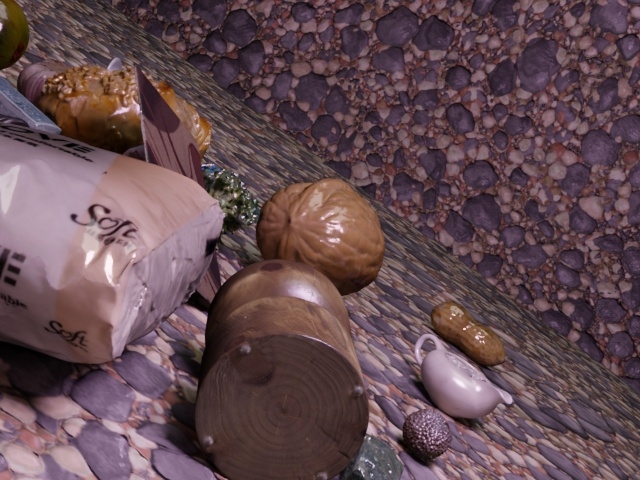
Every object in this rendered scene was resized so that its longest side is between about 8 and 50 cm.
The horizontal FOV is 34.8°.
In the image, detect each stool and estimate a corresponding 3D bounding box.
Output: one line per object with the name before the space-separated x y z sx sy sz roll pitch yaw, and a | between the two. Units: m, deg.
stool | -0.046 0.141 1.140 0.179 0.179 0.264 32 11 -11

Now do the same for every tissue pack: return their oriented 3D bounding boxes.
tissue pack | -0.312 -0.017 1.050 0.375 0.195 0.390 22 11 1

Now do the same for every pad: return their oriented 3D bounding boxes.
pad | -0.201 -0.072 1.467 0.220 0.004 0.330 54 19 -57

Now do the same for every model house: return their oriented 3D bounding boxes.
model house | 0.049 0.276 1.193 0.079 0.066 0.083 45 28 -2

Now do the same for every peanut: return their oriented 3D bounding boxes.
peanut | 0.323 0.207 2.232 0.192 0.089 0.089 40 12 9

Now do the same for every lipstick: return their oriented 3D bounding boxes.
lipstick | -0.526 -0.228 1.586 0.289 0.076 0.077 38 10 19

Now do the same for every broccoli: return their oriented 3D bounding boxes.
broccoli | -0.193 -0.050 1.725 0.167 0.154 0.160 36 51 8

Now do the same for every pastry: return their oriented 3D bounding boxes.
pastry | -0.330 -0.208 1.719 0.255 0.162 0.311 7 -6 25

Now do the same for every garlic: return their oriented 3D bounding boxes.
garlic | -0.474 -0.263 1.845 0.159 0.102 0.147 27 20 26

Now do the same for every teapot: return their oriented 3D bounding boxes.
teapot | 0.230 0.243 1.757 0.145 0.092 0.226 27 12 -47

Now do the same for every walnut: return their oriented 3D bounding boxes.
walnut | 0.000 0.000 1.781 0.225 0.225 0.261 40 5 26

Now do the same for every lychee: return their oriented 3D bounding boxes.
lychee | 0.150 0.274 1.445 0.068 0.067 0.083 39 20 -11

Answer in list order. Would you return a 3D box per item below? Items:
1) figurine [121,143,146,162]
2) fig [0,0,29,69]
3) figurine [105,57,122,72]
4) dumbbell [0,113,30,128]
figurine | -0.259 -0.071 1.532 0.200 0.133 0.276 39 13 -9
fig | -0.651 -0.405 1.825 0.259 0.151 0.151 29 11 -6
figurine | -0.415 -0.282 2.046 0.126 0.147 0.192 19 -14 20
dumbbell | -0.398 -0.100 1.353 0.208 0.099 0.099 38 11 17
